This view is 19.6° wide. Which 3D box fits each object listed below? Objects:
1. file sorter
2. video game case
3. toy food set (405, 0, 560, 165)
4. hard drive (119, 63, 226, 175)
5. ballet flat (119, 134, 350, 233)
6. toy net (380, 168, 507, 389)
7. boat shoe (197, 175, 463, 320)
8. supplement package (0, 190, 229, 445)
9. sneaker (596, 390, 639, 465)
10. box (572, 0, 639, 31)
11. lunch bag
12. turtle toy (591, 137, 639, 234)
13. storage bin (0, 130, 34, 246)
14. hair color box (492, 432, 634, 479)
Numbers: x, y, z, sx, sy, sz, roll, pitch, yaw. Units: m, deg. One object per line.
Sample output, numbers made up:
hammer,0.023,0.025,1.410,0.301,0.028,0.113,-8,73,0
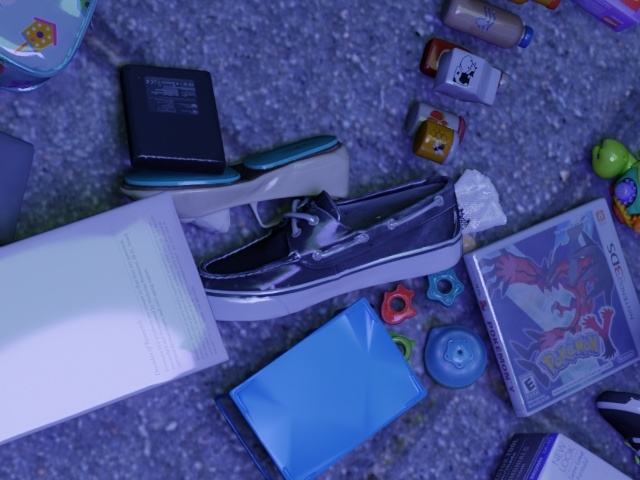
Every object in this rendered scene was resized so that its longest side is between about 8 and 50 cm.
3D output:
file sorter,-0.005,0.156,1.879,0.170,0.104,0.118,-35,95,-17
video game case,0.258,0.069,1.980,0.201,0.023,0.183,-22,95,-33
toy food set,0.170,-0.178,1.967,0.104,0.111,0.232,19,76,-14
hard drive,-0.150,-0.122,1.869,0.094,0.022,0.135,4,46,-17
ballet flat,-0.082,-0.047,1.897,0.248,0.086,0.086,-12,87,-19
toy net,0.130,0.037,1.970,0.122,0.045,0.232,10,78,-1
boat shoe,0.000,0.000,1.871,0.301,0.108,0.102,-12,117,-11
supplement package,-0.267,0.087,1.767,0.293,0.177,0.175,-20,90,-19
sneaker,0.385,0.252,2.000,0.234,0.084,0.097,36,76,-10
box,0.270,-0.394,2.052,0.293,0.057,0.201,32,76,-12
lunch bag,-0.341,-0.286,1.824,0.279,0.108,0.224,24,72,-15
turtle toy,0.345,-0.056,2.027,0.066,0.095,0.130,-27,92,3
storage bin,-0.337,-0.055,1.812,0.091,0.098,0.135,16,79,-26
hair color box,0.317,0.362,1.938,0.339,0.110,0.185,32,73,-15
